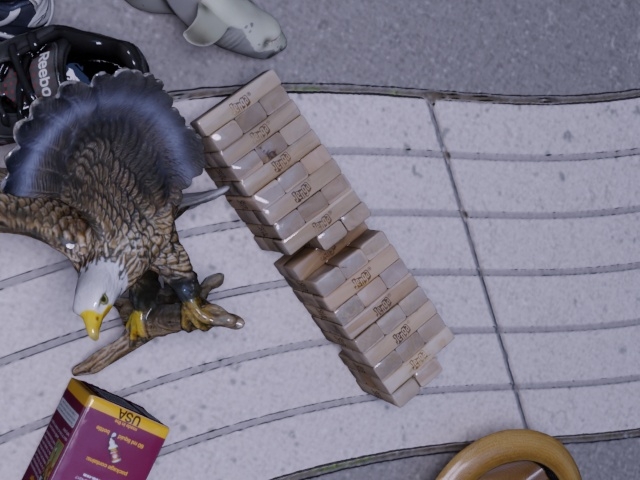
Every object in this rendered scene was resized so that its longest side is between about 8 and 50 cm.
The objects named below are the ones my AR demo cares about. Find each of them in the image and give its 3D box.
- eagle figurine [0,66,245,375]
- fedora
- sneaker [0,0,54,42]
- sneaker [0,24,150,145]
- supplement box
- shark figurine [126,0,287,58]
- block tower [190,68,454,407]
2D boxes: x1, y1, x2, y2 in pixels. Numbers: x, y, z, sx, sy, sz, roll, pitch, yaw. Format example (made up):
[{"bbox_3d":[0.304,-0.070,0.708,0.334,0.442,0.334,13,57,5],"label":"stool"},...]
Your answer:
[{"bbox_3d":[-0.190,-0.018,0.872,0.226,0.225,0.298,-43,125,-8],"label":"eagle figurine"},{"bbox_3d":[0.181,0.282,1.125,0.194,0.079,0.194,-2,96,-17],"label":"fedora"},{"bbox_3d":[-0.322,-0.245,0.874,0.235,0.153,0.094,35,78,-18],"label":"sneaker"},{"bbox_3d":[-0.267,-0.125,0.905,0.276,0.135,0.097,-10,89,-20],"label":"sneaker"},{"bbox_3d":[-0.219,0.228,0.952,0.081,0.104,0.188,28,82,-20],"label":"supplement box"},{"bbox_3d":[-0.146,-0.268,0.977,0.166,0.116,0.278,-48,119,-49],"label":"shark figurine"},{"bbox_3d":[0.000,0.000,1.041,0.091,0.097,0.335,-39,106,-16],"label":"block tower"}]
